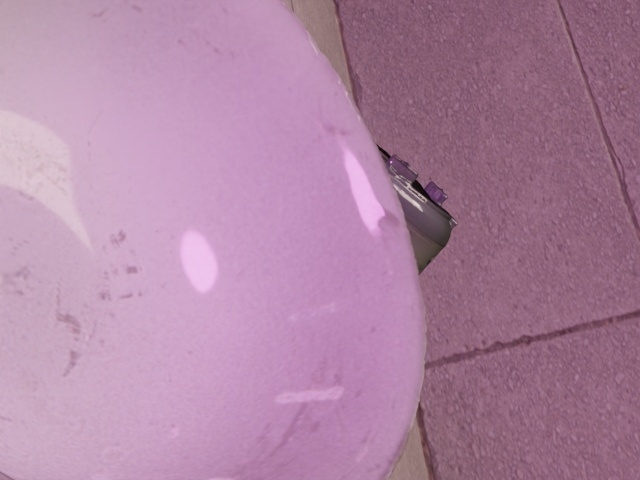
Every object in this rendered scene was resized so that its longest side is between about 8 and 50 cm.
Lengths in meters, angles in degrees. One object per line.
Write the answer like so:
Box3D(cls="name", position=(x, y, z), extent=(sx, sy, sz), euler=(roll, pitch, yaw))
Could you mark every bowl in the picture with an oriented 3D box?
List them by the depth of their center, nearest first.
Box3D(cls="bowl", position=(-0.151, -0.002, 0.628), extent=(0.435, 0.196, 0.434), euler=(32, 42, -34))

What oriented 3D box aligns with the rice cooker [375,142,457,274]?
Box3D(cls="rice cooker", position=(0.000, 0.000, 1.351), extent=(0.264, 0.317, 0.316), euler=(-111, -177, -75))
